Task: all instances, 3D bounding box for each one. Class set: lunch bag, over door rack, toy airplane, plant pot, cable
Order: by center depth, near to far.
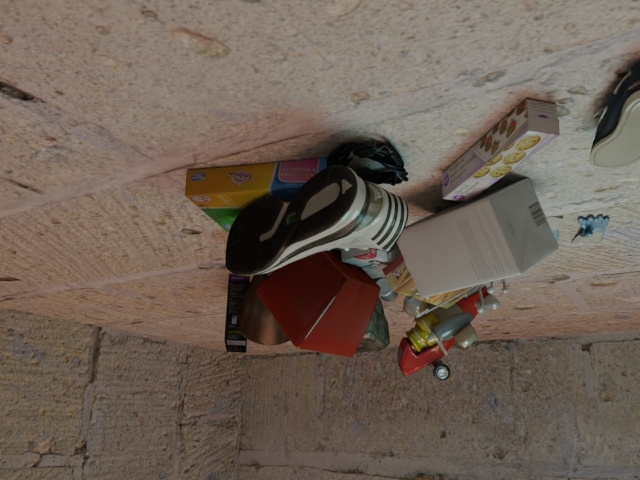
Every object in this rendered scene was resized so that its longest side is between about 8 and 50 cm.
[{"bbox_3d":[0.100,-0.147,1.246,0.151,0.047,0.184,-8,161,25],"label":"cable"},{"bbox_3d":[0.421,0.117,1.707,0.324,0.108,0.239,-14,144,-14],"label":"over door rack"},{"bbox_3d":[0.015,0.162,1.815,0.267,0.267,0.235,21,110,-46],"label":"plant pot"},{"bbox_3d":[-0.165,0.191,2.014,0.215,0.215,0.230,4,123,-8],"label":"plant pot"},{"bbox_3d":[0.417,0.256,2.082,0.272,0.384,0.386,36,142,-11],"label":"toy airplane"},{"bbox_3d":[0.114,0.248,2.125,0.213,0.256,0.305,-9,159,17],"label":"lunch bag"}]

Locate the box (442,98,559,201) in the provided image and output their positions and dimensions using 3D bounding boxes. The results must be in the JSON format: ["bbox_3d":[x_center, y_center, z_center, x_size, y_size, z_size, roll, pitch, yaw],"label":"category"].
[{"bbox_3d":[0.333,-0.161,1.161,0.067,0.063,0.324,7,161,-14],"label":"box"}]

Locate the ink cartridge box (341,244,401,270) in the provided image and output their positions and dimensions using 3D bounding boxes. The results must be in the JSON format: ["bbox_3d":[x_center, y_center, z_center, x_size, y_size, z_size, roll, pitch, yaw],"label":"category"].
[{"bbox_3d":[0.152,0.039,1.786,0.109,0.063,0.150,-16,155,42],"label":"ink cartridge box"}]

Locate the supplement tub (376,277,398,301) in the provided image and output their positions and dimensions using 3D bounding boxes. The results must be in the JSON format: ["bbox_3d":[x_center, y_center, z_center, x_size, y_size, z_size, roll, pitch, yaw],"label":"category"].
[{"bbox_3d":[0.241,0.181,2.203,0.071,0.071,0.107,-4,160,17],"label":"supplement tub"}]

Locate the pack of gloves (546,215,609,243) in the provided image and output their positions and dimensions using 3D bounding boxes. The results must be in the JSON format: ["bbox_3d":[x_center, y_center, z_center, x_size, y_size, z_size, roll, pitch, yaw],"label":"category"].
[{"bbox_3d":[0.670,-0.009,1.636,0.195,0.046,0.232,-6,161,17],"label":"pack of gloves"}]

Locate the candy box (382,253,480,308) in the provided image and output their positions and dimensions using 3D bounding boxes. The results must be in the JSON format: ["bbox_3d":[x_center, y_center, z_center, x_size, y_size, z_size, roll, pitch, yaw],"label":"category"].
[{"bbox_3d":[0.354,0.100,1.819,0.183,0.087,0.316,-41,143,25],"label":"candy box"}]

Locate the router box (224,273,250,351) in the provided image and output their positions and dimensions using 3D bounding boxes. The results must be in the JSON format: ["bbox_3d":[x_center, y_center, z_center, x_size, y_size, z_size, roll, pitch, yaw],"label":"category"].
[{"bbox_3d":[-0.311,0.281,2.273,0.081,0.242,0.309,3,161,-6],"label":"router box"}]

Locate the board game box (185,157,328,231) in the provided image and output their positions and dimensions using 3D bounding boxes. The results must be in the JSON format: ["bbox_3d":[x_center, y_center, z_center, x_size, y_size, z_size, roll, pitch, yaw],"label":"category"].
[{"bbox_3d":[-0.112,-0.098,1.382,0.317,0.064,0.242,-4,161,14],"label":"board game box"}]

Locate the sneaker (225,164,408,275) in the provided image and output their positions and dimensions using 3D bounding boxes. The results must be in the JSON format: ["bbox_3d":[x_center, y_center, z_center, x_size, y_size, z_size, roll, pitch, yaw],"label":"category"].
[{"bbox_3d":[0.000,0.001,1.299,0.257,0.169,0.447,19,153,-38],"label":"sneaker"}]

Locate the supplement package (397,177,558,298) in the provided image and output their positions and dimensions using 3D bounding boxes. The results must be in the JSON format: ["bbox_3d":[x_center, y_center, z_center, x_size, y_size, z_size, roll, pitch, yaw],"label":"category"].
[{"bbox_3d":[0.348,0.000,1.387,0.175,0.177,0.293,-24,-179,-39],"label":"supplement package"}]

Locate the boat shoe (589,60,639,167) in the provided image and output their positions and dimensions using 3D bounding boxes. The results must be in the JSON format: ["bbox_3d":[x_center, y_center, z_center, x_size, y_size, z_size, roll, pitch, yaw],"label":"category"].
[{"bbox_3d":[0.506,-0.201,1.003,0.095,0.079,0.254,-1,160,14],"label":"boat shoe"}]
